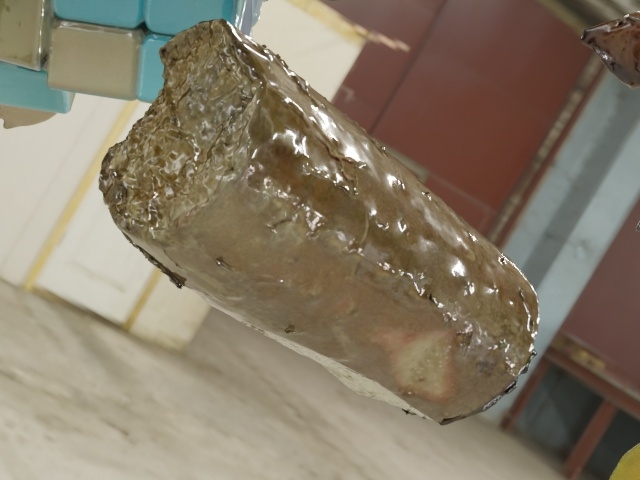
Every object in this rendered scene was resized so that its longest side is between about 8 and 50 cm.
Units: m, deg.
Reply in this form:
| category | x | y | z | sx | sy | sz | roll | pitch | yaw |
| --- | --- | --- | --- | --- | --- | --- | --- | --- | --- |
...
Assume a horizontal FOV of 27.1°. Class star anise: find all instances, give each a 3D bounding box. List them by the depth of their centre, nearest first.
| category | x | y | z | sx | sy | sz | roll | pitch | yaw |
| --- | --- | --- | --- | --- | --- | --- | --- | --- | --- |
| star anise | 0.281 | -0.098 | 0.974 | 0.140 | 0.144 | 0.158 | -15 | 28 | -11 |

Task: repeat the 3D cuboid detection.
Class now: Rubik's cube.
| category | x | y | z | sx | sy | sz | roll | pitch | yaw |
| --- | --- | --- | --- | --- | --- | --- | --- | --- | --- |
| Rubik's cube | -0.141 | -0.211 | 0.877 | 0.213 | 0.265 | 0.224 | 9 | 18 | 2 |

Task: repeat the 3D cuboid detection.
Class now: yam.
| category | x | y | z | sx | sy | sz | roll | pitch | yaw |
| --- | --- | --- | --- | --- | --- | --- | --- | --- | --- |
| yam | 0.001 | -0.002 | 0.704 | 0.238 | 0.129 | 0.128 | 39 | 42 | -34 |

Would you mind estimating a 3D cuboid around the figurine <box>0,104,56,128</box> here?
| category | x | y | z | sx | sy | sz | roll | pitch | yaw |
| --- | --- | --- | --- | --- | --- | --- | --- | --- | --- |
| figurine | -0.212 | -0.323 | 1.543 | 0.361 | 0.377 | 0.266 | -108 | -178 | -51 |

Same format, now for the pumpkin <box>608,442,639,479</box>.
| category | x | y | z | sx | sy | sz | roll | pitch | yaw |
| --- | --- | --- | --- | --- | --- | --- | --- | --- | --- |
| pumpkin | 0.344 | 0.192 | 1.053 | 0.217 | 0.217 | 0.110 | 31 | 44 | 3 |
